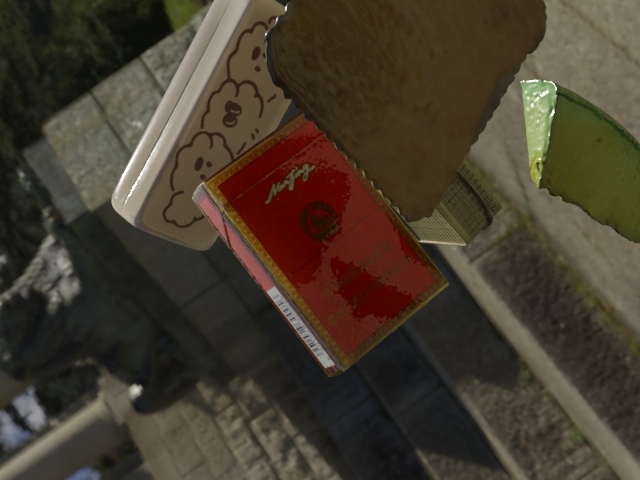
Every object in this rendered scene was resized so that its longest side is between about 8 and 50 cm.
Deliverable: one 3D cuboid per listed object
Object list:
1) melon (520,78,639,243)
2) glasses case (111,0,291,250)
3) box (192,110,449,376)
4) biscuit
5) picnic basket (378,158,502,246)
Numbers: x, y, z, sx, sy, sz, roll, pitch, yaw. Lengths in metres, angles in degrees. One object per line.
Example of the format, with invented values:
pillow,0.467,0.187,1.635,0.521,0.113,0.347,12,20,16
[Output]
melon,0.286,-0.054,1.098,0.261,0.114,0.053,37,156,-26
glasses case,-0.134,-0.157,1.460,0.144,0.336,0.076,22,-171,-46
box,0.000,0.000,1.164,0.240,0.153,0.074,53,164,-1
biscuit,0.077,-0.160,0.876,0.013,0.232,0.237,21,163,46
picnic basket,0.164,-0.059,1.579,0.115,0.079,0.164,49,165,-18
